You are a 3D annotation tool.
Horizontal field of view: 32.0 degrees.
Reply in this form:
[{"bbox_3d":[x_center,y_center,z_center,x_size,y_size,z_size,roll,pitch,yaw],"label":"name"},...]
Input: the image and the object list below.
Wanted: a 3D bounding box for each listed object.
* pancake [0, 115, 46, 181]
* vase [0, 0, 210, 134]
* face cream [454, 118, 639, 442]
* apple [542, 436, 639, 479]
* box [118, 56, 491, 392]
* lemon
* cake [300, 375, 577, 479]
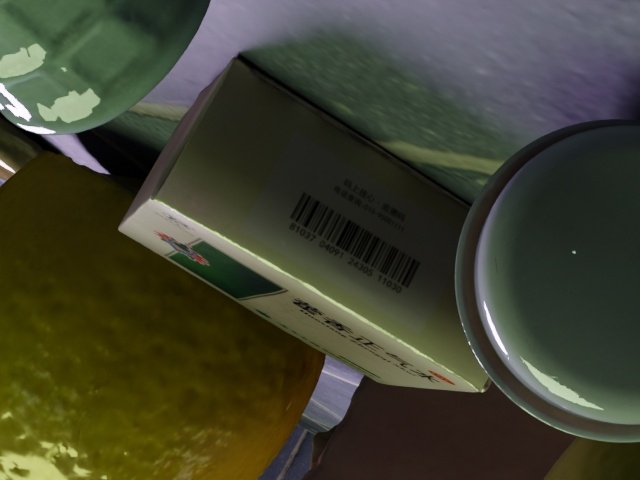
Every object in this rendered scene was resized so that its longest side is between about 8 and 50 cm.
[{"bbox_3d":[-0.393,-0.123,1.164,0.294,0.049,0.294,26,168,6],"label":"pancake"},{"bbox_3d":[-0.160,-0.148,0.329,0.143,0.143,0.299,19,167,40],"label":"vase"},{"bbox_3d":[0.109,0.016,0.419,0.117,0.117,0.104,27,176,9],"label":"face cream"},{"bbox_3d":[0.225,0.185,0.480,0.295,0.257,0.233,38,128,18],"label":"apple"},{"bbox_3d":[0.000,0.000,0.665,0.212,0.095,0.168,31,165,-11],"label":"box"},{"bbox_3d":[-0.192,0.119,0.996,0.364,0.364,0.364,28,168,6],"label":"lemon"},{"bbox_3d":[0.144,0.260,0.926,0.293,0.314,0.307,20,156,27],"label":"cake"}]
